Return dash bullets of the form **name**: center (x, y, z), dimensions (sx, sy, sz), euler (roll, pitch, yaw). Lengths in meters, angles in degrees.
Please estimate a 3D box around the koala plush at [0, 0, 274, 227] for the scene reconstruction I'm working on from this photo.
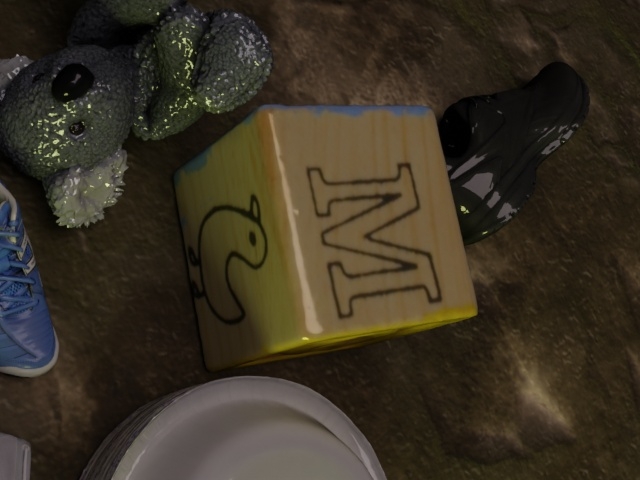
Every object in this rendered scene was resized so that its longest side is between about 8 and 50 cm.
- **koala plush**: center (-0.184, -0.131, 0.852), dimensions (0.221, 0.203, 0.196), euler (-45, 93, -12)

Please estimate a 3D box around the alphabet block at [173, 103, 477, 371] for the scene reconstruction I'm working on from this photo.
- **alphabet block**: center (0.000, 0.000, 0.902), dimensions (0.194, 0.192, 0.197), euler (-5, 78, -32)

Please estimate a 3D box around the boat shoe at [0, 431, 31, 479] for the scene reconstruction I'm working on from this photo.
- **boat shoe**: center (-0.241, 0.229, 0.740), dimensions (0.063, 0.066, 0.184), euler (16, 41, -36)

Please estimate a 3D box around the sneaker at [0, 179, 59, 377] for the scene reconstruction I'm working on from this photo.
- **sneaker**: center (-0.269, 0.014, 0.788), dimensions (0.080, 0.081, 0.211), euler (-30, 95, -37)

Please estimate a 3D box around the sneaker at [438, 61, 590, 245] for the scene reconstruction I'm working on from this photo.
- **sneaker**: center (0.209, -0.128, 1.129), dimensions (0.130, 0.109, 0.286), euler (44, 55, -8)

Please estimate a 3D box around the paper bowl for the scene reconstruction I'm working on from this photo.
- **paper bowl**: center (-0.056, 0.253, 0.817), dimensions (0.284, 0.148, 0.284), euler (9, 71, -29)
